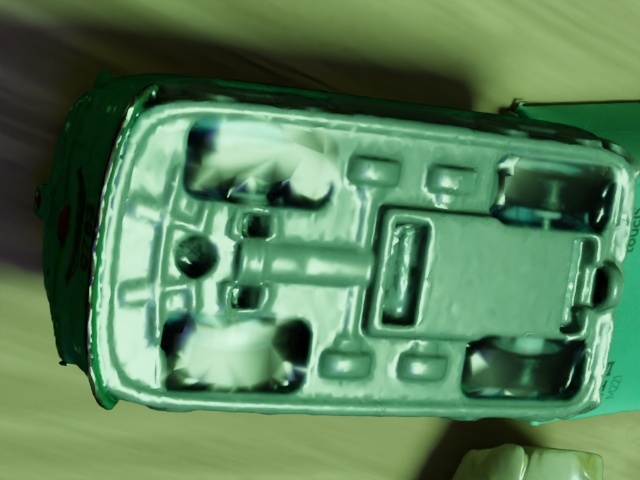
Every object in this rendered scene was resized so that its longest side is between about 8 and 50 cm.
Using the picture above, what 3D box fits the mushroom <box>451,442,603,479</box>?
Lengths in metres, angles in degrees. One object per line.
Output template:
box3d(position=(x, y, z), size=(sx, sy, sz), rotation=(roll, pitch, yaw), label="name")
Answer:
box3d(position=(0.124, 0.326, 1.152), size=(0.138, 0.154, 0.407), rotation=(14, 102, -14), label="mushroom")

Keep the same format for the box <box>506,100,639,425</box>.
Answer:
box3d(position=(0.272, 0.010, 1.064), size=(0.311, 0.118, 0.205), rotation=(-3, 120, -25), label="box")

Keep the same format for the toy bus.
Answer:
box3d(position=(0.000, 0.000, 0.868), size=(0.344, 0.199, 0.183), rotation=(6, 98, -28), label="toy bus")
